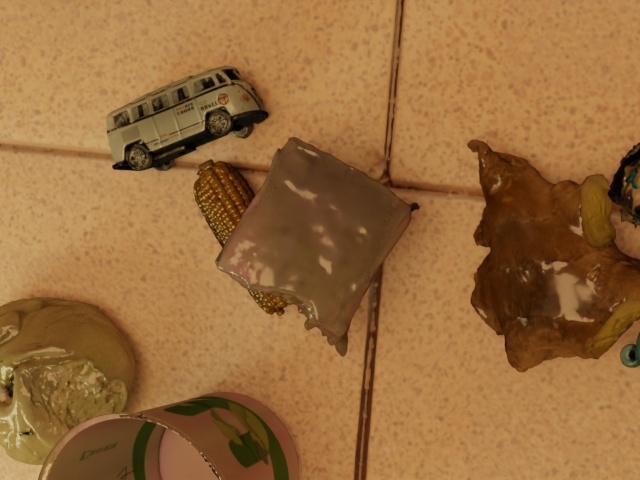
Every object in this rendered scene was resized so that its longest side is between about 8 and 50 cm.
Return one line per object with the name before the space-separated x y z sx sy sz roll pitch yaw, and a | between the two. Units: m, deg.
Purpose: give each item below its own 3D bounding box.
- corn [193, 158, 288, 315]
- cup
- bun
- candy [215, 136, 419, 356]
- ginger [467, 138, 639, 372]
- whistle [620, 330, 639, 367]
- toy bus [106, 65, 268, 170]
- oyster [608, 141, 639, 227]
corn | -0.089 -0.006 1.697 0.068 0.068 0.207 -31 84 19
cup | -0.157 0.297 1.644 0.253 0.274 0.253 2 96 20
bun | -0.349 0.177 1.778 0.237 0.116 0.210 -7 94 20
candy | 0.000 0.000 1.599 0.185 0.137 0.195 31 84 0
ginger | 0.242 0.010 1.565 0.219 0.123 0.270 -43 63 32
whistle | 0.458 0.115 1.514 0.274 0.093 0.186 -6 67 16
toy bus | -0.162 -0.145 1.700 0.194 0.087 0.089 -20 85 18
oyster | 0.424 -0.030 1.496 0.260 0.092 0.198 9 85 23
